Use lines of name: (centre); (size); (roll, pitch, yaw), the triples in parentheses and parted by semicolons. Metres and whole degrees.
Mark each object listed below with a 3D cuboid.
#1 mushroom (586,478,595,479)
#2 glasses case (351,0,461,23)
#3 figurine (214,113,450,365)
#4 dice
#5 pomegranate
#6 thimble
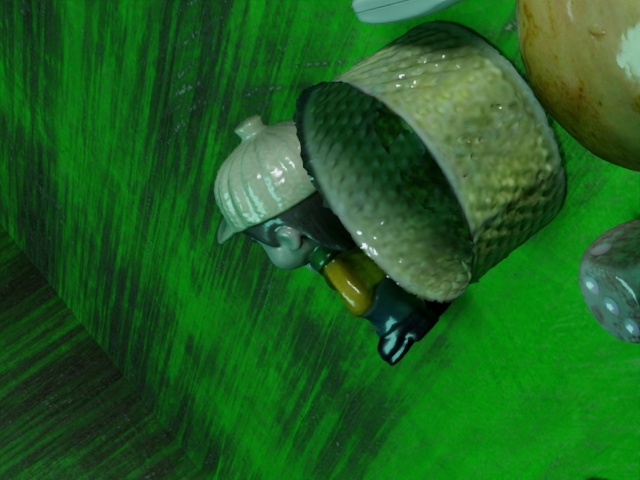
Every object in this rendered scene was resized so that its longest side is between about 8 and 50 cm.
mushroom: (0.344, 0.312, 1.866); (0.101, 0.019, 0.049); (10, 130, 61)
glasses case: (0.100, -0.249, 1.516); (0.197, 0.076, 0.049); (0, 120, 61)
figurine: (0.021, -0.016, 1.889); (0.332, 0.185, 0.204); (31, 119, 9)
dice: (0.310, 0.038, 1.479); (0.091, 0.094, 0.093); (11, 133, 56)
pomegranate: (0.257, -0.185, 1.123); (0.270, 0.229, 0.252); (63, 155, -5)
thimble: (0.114, -0.086, 1.613); (0.271, 0.150, 0.271); (41, 152, 27)
